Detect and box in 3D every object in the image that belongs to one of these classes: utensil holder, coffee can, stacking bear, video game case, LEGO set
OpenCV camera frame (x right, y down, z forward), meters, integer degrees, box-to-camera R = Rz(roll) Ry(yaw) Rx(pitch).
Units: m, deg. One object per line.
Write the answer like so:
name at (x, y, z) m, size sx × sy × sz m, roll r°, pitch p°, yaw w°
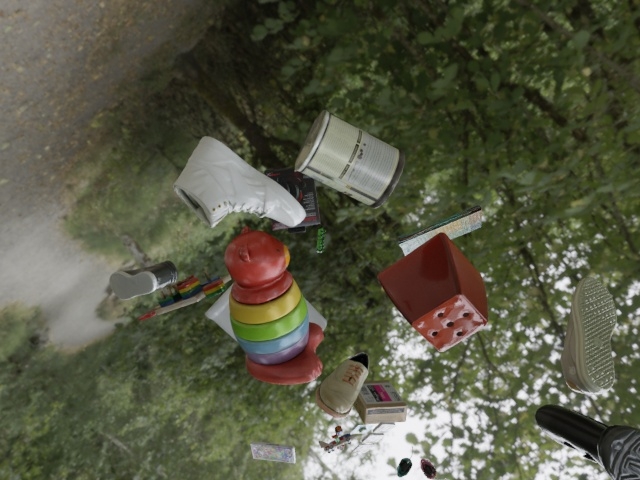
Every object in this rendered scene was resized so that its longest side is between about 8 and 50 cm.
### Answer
utensil holder at (-0.211, 0.303, 2.184) m, size 0.327 × 0.385 × 0.327 m, roll -47°, pitch -177°, yaw 3°
coffee can at (0.088, -0.244, 1.652) m, size 0.201 × 0.276 × 0.201 m, roll -57°, pitch -163°, yaw 28°
stacking bear at (-0.101, 0.115, 1.050) m, size 0.165 × 0.288 × 0.175 m, roll -9°, pitch -154°, yaw 6°
video game case at (-0.133, 0.595, 1.526) m, size 0.011 × 0.122 × 0.087 m, roll -80°, pitch 171°, yaw -48°
LEGO set at (0.115, 0.667, 1.868) m, size 0.182 × 0.244 × 0.060 m, roll -53°, pitch -137°, yaw 26°

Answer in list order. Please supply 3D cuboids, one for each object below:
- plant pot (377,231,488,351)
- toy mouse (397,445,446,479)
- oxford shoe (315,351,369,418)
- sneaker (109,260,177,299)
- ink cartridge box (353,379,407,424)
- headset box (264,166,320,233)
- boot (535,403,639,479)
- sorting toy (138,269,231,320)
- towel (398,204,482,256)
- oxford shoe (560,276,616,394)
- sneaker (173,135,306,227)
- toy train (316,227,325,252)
plant pot at (0.380, 0.188, 1.729) m, size 0.267 × 0.267 × 0.235 m, roll -36°, pitch -147°, yaw 18°
toy mouse at (0.289, 0.688, 1.630) m, size 0.161 × 0.143 × 0.031 m, roll -14°, pitch 169°, yaw 14°
oxford shoe at (0.088, 0.503, 1.950) m, size 0.146 × 0.141 × 0.397 m, roll -59°, pitch 174°, yaw 14°
sneaker at (-0.625, 0.139, 1.938) m, size 0.296 × 0.104 × 0.147 m, roll -8°, pitch -172°, yaw 38°
ink cartridge box at (0.252, 0.715, 2.414) m, size 0.235 × 0.194 × 0.088 m, roll -136°, pitch -133°, yaw -70°
headset box at (-0.122, -0.179, 2.414) m, size 0.218 × 0.293 × 0.110 m, roll -7°, pitch -169°, yaw -1°
boot at (0.752, 0.538, 1.476) m, size 0.146 × 0.367 × 0.445 m, roll -56°, pitch -165°, yaw -3°
sorting toy at (-0.302, 0.111, 1.235) m, size 0.275 × 0.046 × 0.132 m, roll -20°, pitch -172°, yaw 31°
towel at (0.523, -0.037, 2.368) m, size 0.371 × 0.040 × 0.271 m, roll -23°, pitch 161°, yaw 8°
oxford shoe at (0.868, 0.305, 1.778) m, size 0.130 × 0.169 × 0.449 m, roll -58°, pitch -174°, yaw 52°
sneaker at (-0.185, -0.079, 1.215) m, size 0.108 × 0.293 × 0.169 m, roll -27°, pitch -148°, yaw 60°
toy train at (0.000, 0.000, 1.604) m, size 0.024 × 0.017 × 0.083 m, roll -19°, pitch -129°, yaw 36°
